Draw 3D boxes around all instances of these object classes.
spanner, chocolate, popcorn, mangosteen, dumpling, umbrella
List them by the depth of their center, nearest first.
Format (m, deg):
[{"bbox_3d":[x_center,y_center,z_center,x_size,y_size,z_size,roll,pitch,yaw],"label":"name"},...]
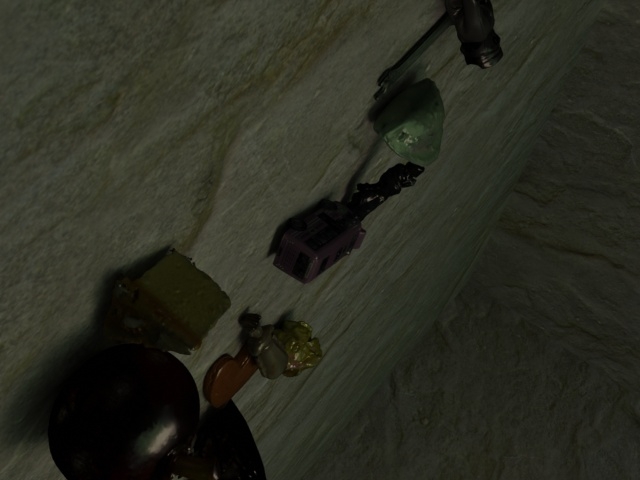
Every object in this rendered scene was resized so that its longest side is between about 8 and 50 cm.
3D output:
[{"bbox_3d":[-0.260,0.284,1.171,0.235,0.261,0.235,-50,163,-21],"label":"mangosteen"},{"bbox_3d":[0.201,-0.380,1.568,0.302,0.017,0.071,-48,161,-22],"label":"spanner"},{"bbox_3d":[0.196,-0.233,1.603,0.217,0.149,0.105,-42,176,-36],"label":"dumpling"},{"bbox_3d":[0.123,-0.108,1.692,0.224,0.071,0.080,-35,179,32],"label":"umbrella"},{"bbox_3d":[-0.238,0.508,1.820,0.177,0.206,0.224,-24,140,-2],"label":"chocolate"},{"bbox_3d":[-0.067,0.253,1.870,0.126,0.126,0.145,-5,150,-36],"label":"popcorn"}]

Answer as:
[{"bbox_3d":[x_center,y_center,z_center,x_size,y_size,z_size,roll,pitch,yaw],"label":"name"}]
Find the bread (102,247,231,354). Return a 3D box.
[{"bbox_3d":[-0.221,0.106,1.153,0.147,0.152,0.127,-46,164,-55],"label":"bread"}]

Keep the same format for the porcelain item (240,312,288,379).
[{"bbox_3d":[-0.125,0.219,1.696,0.084,0.054,0.213,-63,152,-27],"label":"porcelain item"}]

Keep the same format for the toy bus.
[{"bbox_3d":[0.000,0.000,1.584,0.199,0.108,0.096,-34,153,-49],"label":"toy bus"}]

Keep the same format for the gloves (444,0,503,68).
[{"bbox_3d":[0.297,-0.446,1.521,0.285,0.119,0.142,82,23,-49],"label":"gloves"}]

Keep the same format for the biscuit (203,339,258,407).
[{"bbox_3d":[-0.180,0.279,1.746,0.192,0.036,0.186,-46,159,-29],"label":"biscuit"}]
